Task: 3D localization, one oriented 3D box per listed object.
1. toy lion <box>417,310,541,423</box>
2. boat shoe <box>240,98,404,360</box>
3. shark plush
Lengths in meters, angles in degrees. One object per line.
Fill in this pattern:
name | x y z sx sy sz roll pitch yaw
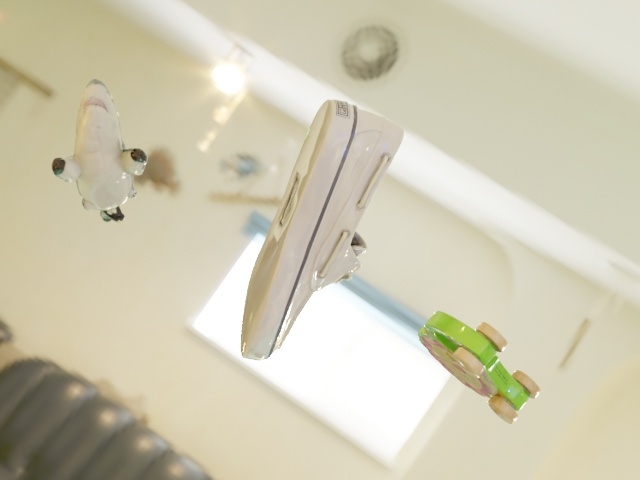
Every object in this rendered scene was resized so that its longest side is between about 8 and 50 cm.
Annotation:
toy lion | 0.101 0.081 1.055 0.096 0.034 0.100 32 -15 45
boat shoe | 0.000 0.000 1.411 0.088 0.267 0.096 17 15 -15
shark plush | -0.169 -0.062 1.233 0.161 0.073 0.067 72 5 -62
